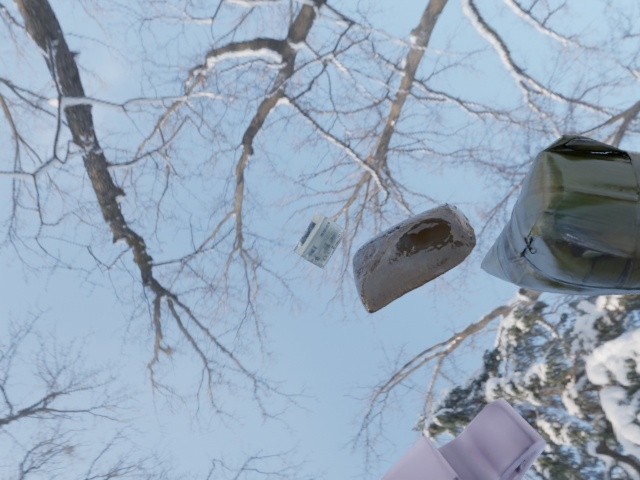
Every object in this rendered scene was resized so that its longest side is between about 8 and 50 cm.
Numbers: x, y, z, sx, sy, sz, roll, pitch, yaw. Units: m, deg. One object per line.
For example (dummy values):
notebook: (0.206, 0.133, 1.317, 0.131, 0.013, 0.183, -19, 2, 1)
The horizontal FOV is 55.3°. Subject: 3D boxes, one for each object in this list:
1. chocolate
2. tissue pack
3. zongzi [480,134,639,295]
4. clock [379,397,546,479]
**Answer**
chocolate: (0.064, 0.008, 0.457, 0.031, 0.100, 0.065, 44, -154, -36)
tissue pack: (0.000, 0.000, 1.073, 0.062, 0.042, 0.083, 31, -88, -34)
zongzi: (0.314, 0.013, 0.631, 0.260, 0.289, 0.123, 11, -109, 10)
clock: (0.185, 0.336, 0.786, 0.275, 0.290, 0.080, 17, -158, -37)
